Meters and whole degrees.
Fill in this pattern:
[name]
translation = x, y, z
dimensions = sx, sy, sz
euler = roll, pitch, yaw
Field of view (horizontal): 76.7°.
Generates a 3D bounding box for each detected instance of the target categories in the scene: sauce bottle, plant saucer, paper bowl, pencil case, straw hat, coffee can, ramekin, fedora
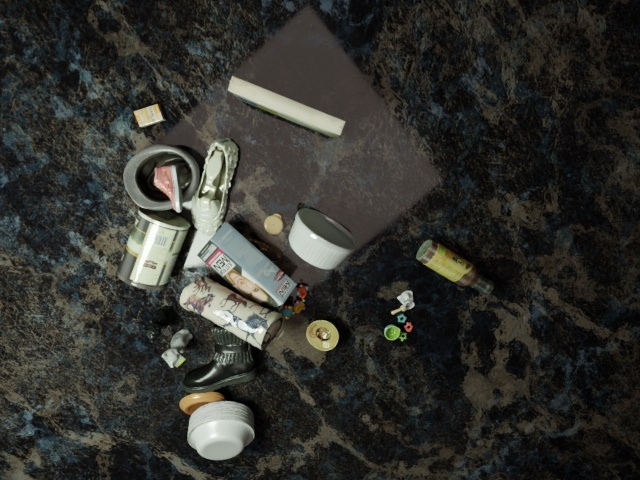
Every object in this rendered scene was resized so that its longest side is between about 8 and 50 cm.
[sauce bottle]
translation = 0.574, 0.120, 1.708
dimensions = 0.344, 0.111, 0.111
euler = 30, 100, -9
[plant saucer]
translation = -0.518, 0.726, 1.784
dimensions = 0.200, 0.037, 0.200
euler = -8, 138, -8
[paper bowl]
translation = -0.431, 0.843, 1.763
dimensions = 0.284, 0.148, 0.284
euler = -5, 127, -7
[pencil case]
translation = -0.347, 0.288, 1.625
dimensions = 0.410, 0.183, 0.160
euler = 24, 87, 12
[straw hat]
translation = 0.015, 0.407, 1.775
dimensions = 0.145, 0.061, 0.144
euler = 1, 95, 14
[coffee can]
translation = -0.661, 0.029, 1.604
dimensions = 0.202, 0.201, 0.275
euler = 23, 100, -6
[ramekin]
translation = 0.000, 0.000, 1.593
dimensions = 0.273, 0.273, 0.127
euler = 29, 112, -7
[fedora]
translation = -0.608, -0.248, 1.585
dimensions = 0.275, 0.124, 0.243
euler = -32, 103, -2

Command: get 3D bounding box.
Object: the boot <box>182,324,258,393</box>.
[boot]
translation = -0.451, 0.493, 1.745
dimensions = 0.348, 0.131, 0.260
euler = -14, 104, -4

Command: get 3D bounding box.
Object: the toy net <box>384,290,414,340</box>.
[toy net]
translation = 0.368, 0.335, 1.778
dimensions = 0.122, 0.045, 0.232
euler = 20, 100, -5

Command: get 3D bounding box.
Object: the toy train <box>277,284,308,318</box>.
[toy train]
translation = -0.122, 0.261, 1.731
dimensions = 0.166, 0.046, 0.125
euler = -31, 124, -29

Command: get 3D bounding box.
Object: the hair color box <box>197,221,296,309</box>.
[hair color box]
translation = -0.299, 0.118, 1.633
dimensions = 0.374, 0.185, 0.113
euler = 42, 53, -10

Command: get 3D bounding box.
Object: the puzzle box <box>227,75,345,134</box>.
[puzzle box]
translation = -0.116, -0.476, 1.477
dimensions = 0.409, 0.272, 0.052
euler = 20, 101, -6

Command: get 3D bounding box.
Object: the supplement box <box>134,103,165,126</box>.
[supplement box]
translation = -0.666, -0.487, 1.578
dimensions = 0.098, 0.036, 0.062
euler = -18, 103, 2

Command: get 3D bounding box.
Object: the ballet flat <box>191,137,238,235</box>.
[ballet flat]
translation = -0.434, -0.208, 1.596
dimensions = 0.147, 0.147, 0.408
euler = 15, 102, -5

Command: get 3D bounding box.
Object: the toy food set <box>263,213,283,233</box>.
[toy food set]
translation = -0.196, -0.067, 1.689
dimensions = 0.083, 0.020, 0.083
euler = -19, 102, 3

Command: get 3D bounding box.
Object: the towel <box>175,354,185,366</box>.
[towel]
translation = -0.652, 0.521, 1.806
dimensions = 0.060, 0.009, 0.083
euler = -43, 100, 6

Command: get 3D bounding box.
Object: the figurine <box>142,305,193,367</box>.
[figurine]
translation = -0.638, 0.403, 1.679
dimensions = 0.092, 0.209, 0.215
euler = -31, 101, 5

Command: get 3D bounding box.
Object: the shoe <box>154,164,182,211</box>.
[shoe]
translation = -0.567, -0.191, 1.508
dimensions = 0.081, 0.063, 0.178
euler = -6, 96, -7

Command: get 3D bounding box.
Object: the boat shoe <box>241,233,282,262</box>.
[boat shoe]
translation = -0.256, 0.040, 1.684
dimensions = 0.207, 0.073, 0.073
euler = 24, 97, -8
